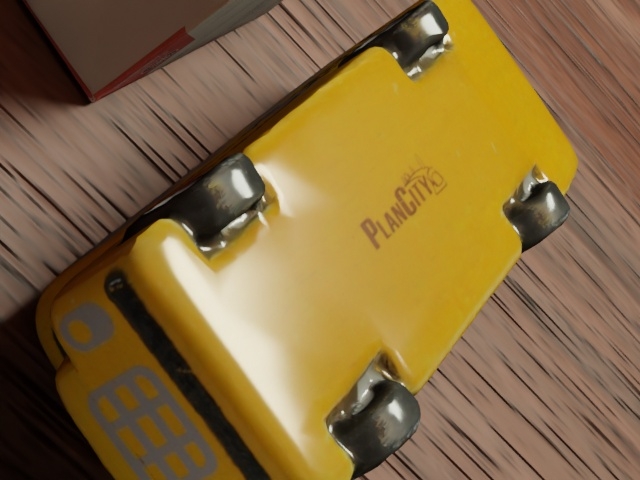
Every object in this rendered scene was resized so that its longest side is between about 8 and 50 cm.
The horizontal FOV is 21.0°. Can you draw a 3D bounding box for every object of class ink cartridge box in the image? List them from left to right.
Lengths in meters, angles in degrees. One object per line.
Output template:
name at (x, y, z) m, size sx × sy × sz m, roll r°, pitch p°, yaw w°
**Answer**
ink cartridge box at (-0.031, -0.141, 0.764) m, size 0.067 × 0.115 × 0.198 m, roll 56°, pitch 32°, yaw -3°

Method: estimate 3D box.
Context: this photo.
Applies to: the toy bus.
toy bus at (0.000, 0.000, 0.678) m, size 0.108 × 0.130 × 0.333 m, roll 55°, pitch 34°, yaw -7°
